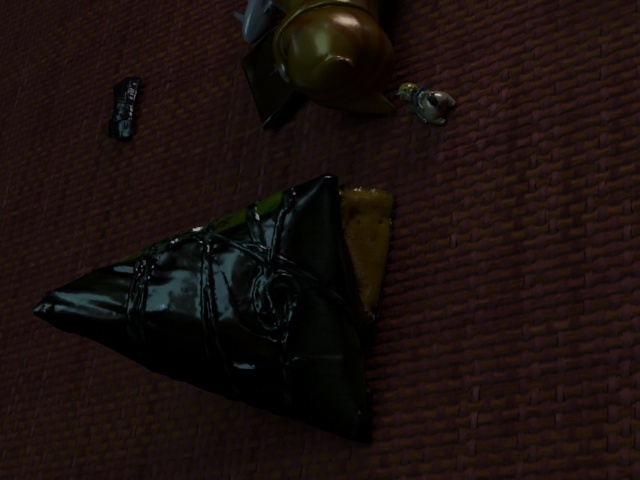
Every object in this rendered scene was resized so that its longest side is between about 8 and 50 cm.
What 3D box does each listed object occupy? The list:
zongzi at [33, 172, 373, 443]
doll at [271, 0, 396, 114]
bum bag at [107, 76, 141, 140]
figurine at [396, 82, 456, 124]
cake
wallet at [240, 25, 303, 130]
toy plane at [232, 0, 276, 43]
[{"bbox_3d":[-0.109,0.084,1.625,0.383,0.362,0.319,-2,90,14],"label":"zongzi"},{"bbox_3d":[0.019,-0.295,1.749,0.162,0.166,0.269,-26,53,35],"label":"doll"},{"bbox_3d":[-0.333,-0.224,2.158,0.058,0.034,0.124,-10,59,26],"label":"bum bag"},{"bbox_3d":[0.132,-0.184,1.647,0.083,0.050,0.047,22,77,49],"label":"figurine"},{"bbox_3d":[0.052,0.020,1.614,0.080,0.116,0.185,-28,80,46],"label":"cake"},{"bbox_3d":[-0.069,-0.246,1.907,0.095,0.026,0.176,-44,37,19],"label":"wallet"},{"bbox_3d":[-0.086,-0.380,1.969,0.162,0.065,0.171,-15,43,57],"label":"toy plane"}]
